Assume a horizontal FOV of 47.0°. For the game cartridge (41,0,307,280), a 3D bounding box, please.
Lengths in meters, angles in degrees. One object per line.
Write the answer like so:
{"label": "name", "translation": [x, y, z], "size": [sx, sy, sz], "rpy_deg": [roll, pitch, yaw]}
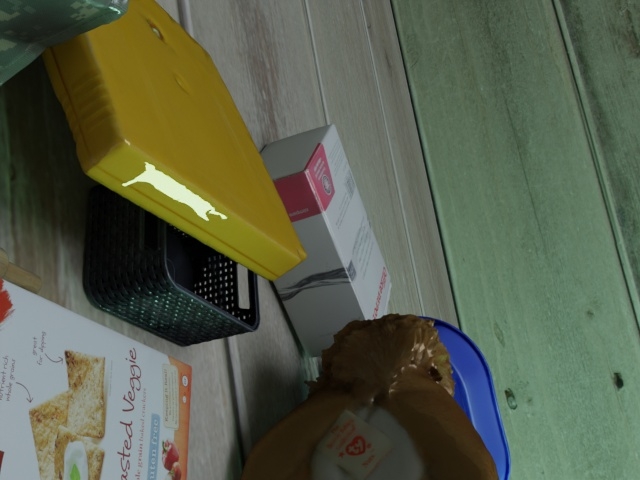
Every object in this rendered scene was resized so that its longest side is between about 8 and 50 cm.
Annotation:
{"label": "game cartridge", "translation": [-0.144, -0.128, 0.666], "size": [0.285, 0.053, 0.323], "rpy_deg": [38, 23, -57]}

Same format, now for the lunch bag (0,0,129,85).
{"label": "lunch bag", "translation": [-0.261, -0.263, 0.423], "size": [0.235, 0.169, 0.286], "rpy_deg": [18, 52, -65]}

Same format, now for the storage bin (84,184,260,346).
{"label": "storage bin", "translation": [-0.136, 0.020, 0.712], "size": [0.180, 0.084, 0.122], "rpy_deg": [46, 34, -59]}

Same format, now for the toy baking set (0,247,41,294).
{"label": "toy baking set", "translation": [-0.234, 0.083, 0.464], "size": [0.256, 0.030, 0.196], "rpy_deg": [40, 42, -61]}

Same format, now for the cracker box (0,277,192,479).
{"label": "cracker box", "translation": [-0.170, 0.131, 0.468], "size": [0.232, 0.067, 0.155], "rpy_deg": [44, 39, -58]}

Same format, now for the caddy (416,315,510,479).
{"label": "caddy", "translation": [0.153, 0.289, 1.139], "size": [0.179, 0.241, 0.341], "rpy_deg": [2, 75, -65]}

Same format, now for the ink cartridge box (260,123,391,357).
{"label": "ink cartridge box", "translation": [0.000, 0.000, 1.085], "size": [0.207, 0.117, 0.283], "rpy_deg": [-68, 140, -62]}

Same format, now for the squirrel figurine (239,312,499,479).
{"label": "squirrel figurine", "translation": [0.092, 0.305, 0.907], "size": [0.370, 0.281, 0.396], "rpy_deg": [67, 21, -46]}
